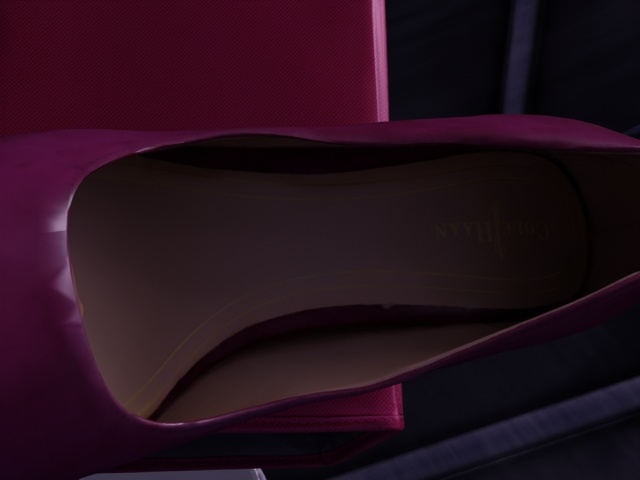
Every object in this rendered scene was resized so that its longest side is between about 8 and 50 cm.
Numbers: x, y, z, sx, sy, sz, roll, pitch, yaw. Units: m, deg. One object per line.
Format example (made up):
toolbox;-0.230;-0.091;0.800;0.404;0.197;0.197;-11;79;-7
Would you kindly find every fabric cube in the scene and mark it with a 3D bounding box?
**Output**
fabric cube;-0.100;-0.003;0.728;0.259;0.254;0.258;122;-32;-73

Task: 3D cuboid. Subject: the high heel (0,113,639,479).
high heel;0.000;0.000;0.443;0.181;0.377;0.127;-15;-91;40

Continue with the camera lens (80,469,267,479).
camera lens;-0.154;0.284;1.197;0.219;0.219;0.274;59;-14;14
